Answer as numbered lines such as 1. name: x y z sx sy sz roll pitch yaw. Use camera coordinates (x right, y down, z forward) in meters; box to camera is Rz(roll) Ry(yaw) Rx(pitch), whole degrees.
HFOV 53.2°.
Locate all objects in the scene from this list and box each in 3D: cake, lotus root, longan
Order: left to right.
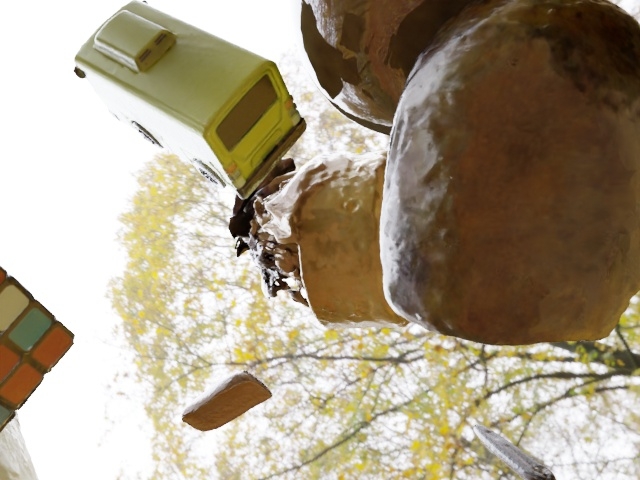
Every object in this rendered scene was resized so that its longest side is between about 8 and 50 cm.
1. cake: 0.003 0.002 1.150 0.332 0.321 0.332 -1 -90 -68
2. longan: 0.112 -0.276 0.697 0.319 0.319 0.318 -8 -77 -34
3. lotus root: 0.175 -0.069 0.519 0.210 0.142 0.314 11 -90 -20

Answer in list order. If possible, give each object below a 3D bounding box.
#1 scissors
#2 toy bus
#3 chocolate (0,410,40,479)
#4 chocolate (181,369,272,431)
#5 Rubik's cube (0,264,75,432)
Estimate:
1. scissors: 0.213 0.227 0.600 0.088 0.220 0.017 -6 -76 -21
2. toy bus: -0.161 -0.177 0.756 0.128 0.262 0.150 -51 -29 -14
3. chocolate: -0.482 0.353 0.721 0.326 0.297 0.314 -18 -42 -23
4. chocolate: -0.110 0.183 0.740 0.101 0.031 0.064 -35 -47 11
5. Rubik's cube: -0.326 0.078 0.506 0.155 0.151 0.154 -56 -26 -25
